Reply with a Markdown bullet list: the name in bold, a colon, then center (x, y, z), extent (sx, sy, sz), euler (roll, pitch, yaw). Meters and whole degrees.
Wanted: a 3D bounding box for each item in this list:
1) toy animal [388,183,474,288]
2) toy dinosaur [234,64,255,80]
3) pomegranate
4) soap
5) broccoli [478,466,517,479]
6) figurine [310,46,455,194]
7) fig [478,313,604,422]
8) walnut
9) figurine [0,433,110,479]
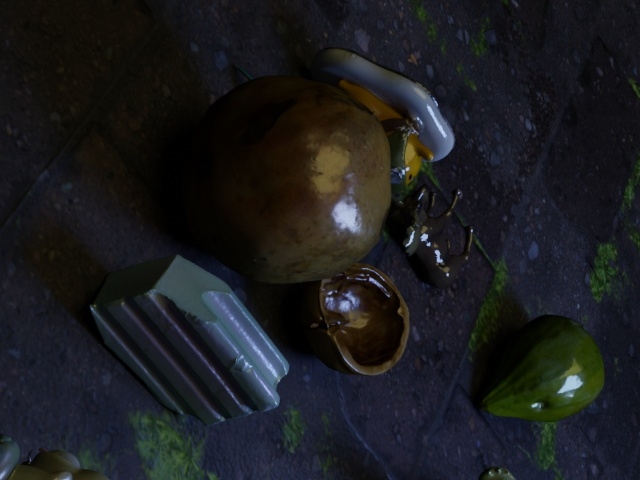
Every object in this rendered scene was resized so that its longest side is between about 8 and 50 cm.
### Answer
- **toy animal**: center (0.159, -0.014, 2.233), extent (0.186, 0.093, 0.214), euler (-44, 120, -40)
- **toy dinosaur**: center (-0.006, -0.110, 2.050), extent (0.329, 0.076, 0.144), euler (49, 2, -27)
- **pomegranate**: center (-0.042, -0.072, 1.858), extent (0.281, 0.281, 0.281), euler (22, 61, -46)
- **soap**: center (-0.159, 0.115, 1.754), extent (0.230, 0.145, 0.091), euler (55, 32, -30)
- **broccoli**: center (0.273, 0.412, 2.059), extent (0.198, 0.275, 0.177), euler (8, 52, -17)
- **figurine**: center (0.068, -0.156, 2.134), extent (0.250, 0.166, 0.141), euler (32, 61, -5)
- **fig**: center (0.372, 0.214, 2.362), extent (0.233, 0.167, 0.167), euler (-27, 98, -59)
- **walnut**: center (0.035, 0.117, 2.032), extent (0.211, 0.087, 0.167), euler (2, 69, -53)
- **figurine**: center (-0.355, 0.249, 1.404), extent (0.394, 0.226, 0.274), euler (51, 16, -13)
